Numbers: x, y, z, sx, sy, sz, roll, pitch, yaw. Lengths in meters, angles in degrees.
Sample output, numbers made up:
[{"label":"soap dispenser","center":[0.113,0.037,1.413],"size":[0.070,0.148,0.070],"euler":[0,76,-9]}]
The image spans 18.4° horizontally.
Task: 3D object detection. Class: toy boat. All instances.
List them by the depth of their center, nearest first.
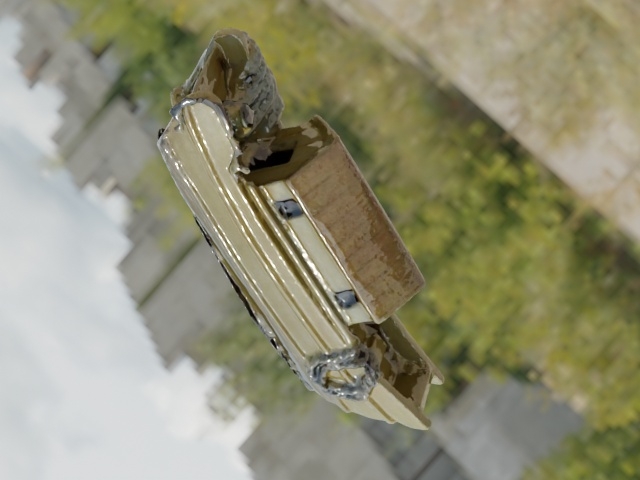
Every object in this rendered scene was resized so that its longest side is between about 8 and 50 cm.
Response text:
[{"label":"toy boat","center":[0.000,0.000,1.803],"size":[0.445,0.162,0.136],"euler":[60,-148,-34]}]
